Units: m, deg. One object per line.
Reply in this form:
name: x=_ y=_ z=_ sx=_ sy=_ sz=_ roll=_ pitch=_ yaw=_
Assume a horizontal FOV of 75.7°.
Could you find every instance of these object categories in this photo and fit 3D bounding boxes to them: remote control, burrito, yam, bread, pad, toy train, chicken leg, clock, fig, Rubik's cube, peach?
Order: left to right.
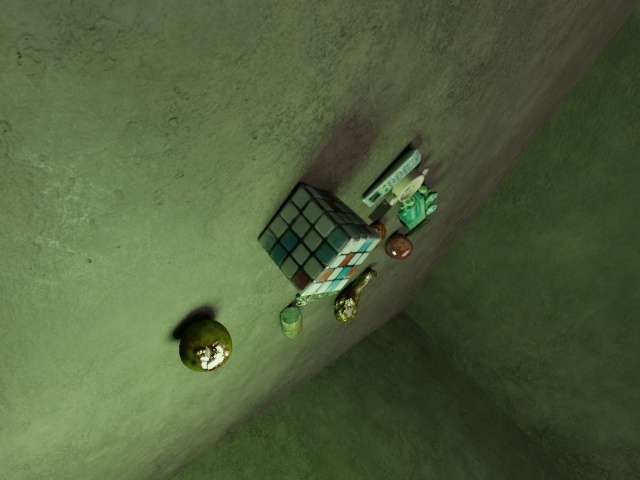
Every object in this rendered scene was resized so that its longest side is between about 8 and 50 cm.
fig: x=-0.397 y=0.363 z=1.445 sx=0.181 sy=0.181 sz=0.191 roll=-42 pitch=180 yaw=-5
yam: x=-0.140 y=0.394 z=2.001 sx=0.107 sy=0.107 sz=0.194 roll=-35 pitch=155 yaw=-21
burrito: x=-0.003 y=0.253 z=2.037 sx=0.309 sy=0.066 sz=0.096 roll=-13 pitch=145 yaw=-47
Rubik's cube: x=0.000 y=0.001 z=1.361 sx=0.256 sy=0.259 sz=0.253 roll=-52 pitch=158 yaw=18
chicken leg: x=0.187 y=0.319 z=2.394 sx=0.361 sy=0.140 sz=0.211 roll=-60 pitch=175 yaw=12
bread: x=0.250 y=-0.006 z=2.020 sx=0.193 sy=0.064 sz=0.193 roll=-33 pitch=153 yaw=-19
pad: x=0.280 y=-0.133 z=1.928 sx=0.112 sy=0.003 sz=0.157 roll=-48 pitch=157 yaw=9
remote control: x=0.286 y=-0.256 z=1.668 sx=0.293 sy=0.051 sz=0.103 roll=-45 pitch=157 yaw=10
peach: x=0.430 y=0.043 z=2.318 sx=0.152 sy=0.152 sz=0.152 roll=-36 pitch=156 yaw=-19
clock: x=0.387 y=-0.249 z=1.838 sx=0.229 sy=0.063 sz=0.155 roll=-43 pitch=160 yaw=3
toy train: x=0.473 y=-0.177 z=2.036 sx=0.194 sy=0.120 sz=0.298 roll=-39 pitch=157 yaw=1

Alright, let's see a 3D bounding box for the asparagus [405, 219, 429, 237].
asparagus: x=0.580 y=-0.066 z=2.514 sx=0.236 sy=0.027 sz=0.034 roll=-36 pitch=151 yaw=-19
